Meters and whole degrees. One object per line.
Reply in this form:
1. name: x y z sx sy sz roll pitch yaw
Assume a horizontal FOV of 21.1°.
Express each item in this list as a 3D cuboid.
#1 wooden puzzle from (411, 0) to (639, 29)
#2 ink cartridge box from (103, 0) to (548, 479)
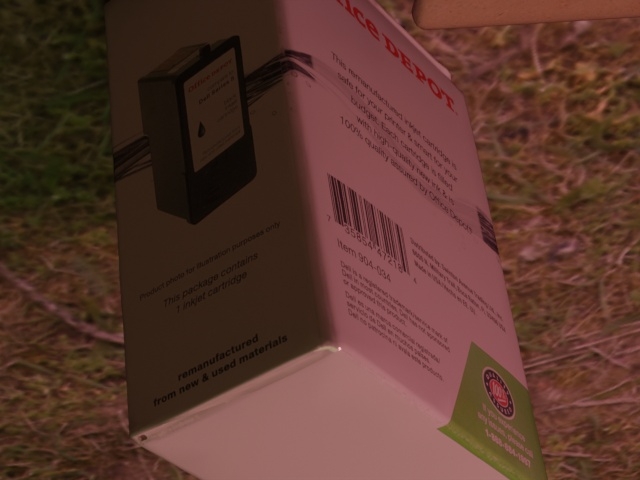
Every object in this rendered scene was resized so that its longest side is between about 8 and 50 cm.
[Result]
1. wooden puzzle: 0.213 -0.235 0.785 0.322 0.080 0.348 -4 146 -8
2. ink cartridge box: 0.000 0.000 0.863 0.114 0.273 0.198 -27 139 23
